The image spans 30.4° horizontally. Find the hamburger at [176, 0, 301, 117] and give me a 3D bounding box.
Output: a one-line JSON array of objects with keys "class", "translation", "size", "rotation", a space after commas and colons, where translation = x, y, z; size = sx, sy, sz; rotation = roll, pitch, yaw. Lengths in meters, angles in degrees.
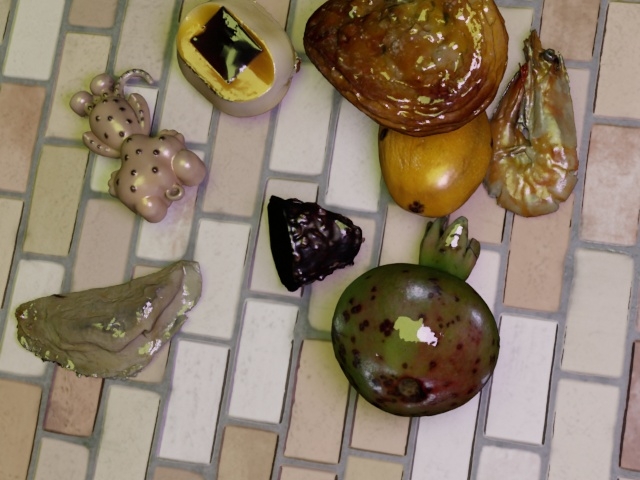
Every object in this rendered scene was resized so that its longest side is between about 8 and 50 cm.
[{"class": "hamburger", "translation": [-0.136, -0.300, 1.905], "size": [0.210, 0.116, 0.173], "rotation": [43, 98, 11]}]

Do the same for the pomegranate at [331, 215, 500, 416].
[{"class": "pomegranate", "translation": [0.134, 0.105, 1.724], "size": [0.242, 0.242, 0.306], "rotation": [-9, 58, 9]}]

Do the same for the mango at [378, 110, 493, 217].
[{"class": "mango", "translation": [0.178, -0.164, 1.803], "size": [0.177, 0.120, 0.295], "rotation": [-4, 54, 19]}]

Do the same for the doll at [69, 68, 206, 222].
[{"class": "doll", "translation": [-0.300, -0.160, 1.913], "size": [0.154, 0.119, 0.278], "rotation": [-33, 65, 2]}]

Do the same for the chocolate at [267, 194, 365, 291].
[{"class": "chocolate", "translation": [0.000, 0.000, 1.822], "size": [0.133, 0.156, 0.156], "rotation": [-7, 77, -15]}]

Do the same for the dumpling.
[{"class": "dumpling", "translation": [-0.340, 0.138, 1.872], "size": [0.332, 0.086, 0.166], "rotation": [-17, 74, 12]}]

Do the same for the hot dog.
[{"class": "hot dog", "translation": [0.119, -0.315, 1.747], "size": [0.267, 0.174, 0.387], "rotation": [-42, 40, 6]}]

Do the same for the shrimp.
[{"class": "shrimp", "translation": [0.322, -0.182, 1.817], "size": [0.154, 0.062, 0.295], "rotation": [1, 81, 17]}]
